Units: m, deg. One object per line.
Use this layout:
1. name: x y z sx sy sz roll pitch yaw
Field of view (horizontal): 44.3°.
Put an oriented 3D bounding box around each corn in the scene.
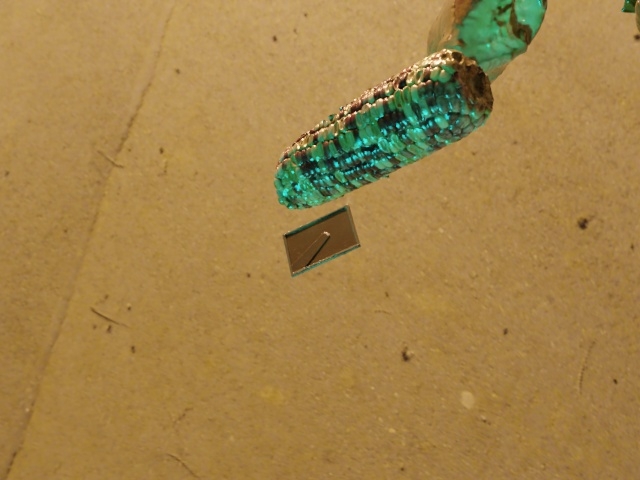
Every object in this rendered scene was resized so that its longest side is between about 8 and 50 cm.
1. corn: 0.057 -0.114 0.875 0.290 0.098 0.098 -25 53 37

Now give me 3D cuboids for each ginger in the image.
1. ginger: 0.218 -0.281 1.112 0.130 0.275 0.221 25 61 0

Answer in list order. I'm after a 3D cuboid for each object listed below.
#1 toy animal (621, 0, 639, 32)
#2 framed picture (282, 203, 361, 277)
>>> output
1. toy animal: 0.597 -0.355 1.332 0.089 0.188 0.179 -41 42 33
2. framed picture: 0.000 0.000 1.525 0.149 0.011 0.109 -25 48 14
